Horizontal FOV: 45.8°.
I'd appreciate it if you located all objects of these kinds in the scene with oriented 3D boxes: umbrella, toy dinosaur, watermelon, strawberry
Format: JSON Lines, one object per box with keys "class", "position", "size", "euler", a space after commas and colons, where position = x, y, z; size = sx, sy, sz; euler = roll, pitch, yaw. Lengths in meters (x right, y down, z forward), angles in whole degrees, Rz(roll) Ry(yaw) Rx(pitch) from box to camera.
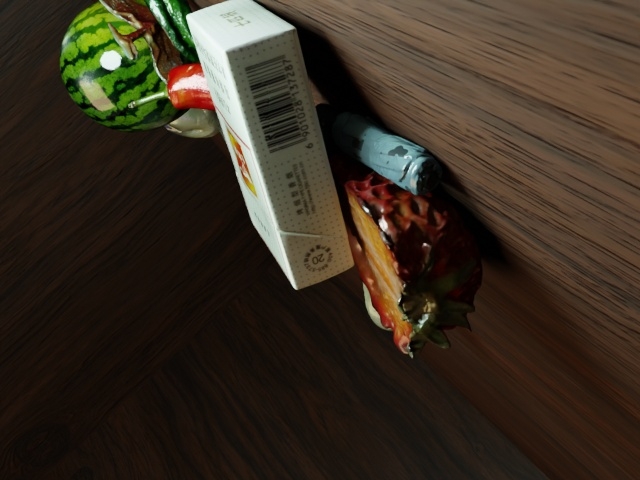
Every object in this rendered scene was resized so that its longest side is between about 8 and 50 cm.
{"class": "umbrella", "position": [0.059, -0.121, 0.936], "size": [0.250, 0.052, 0.053], "euler": [41, 174, 48]}
{"class": "toy dinosaur", "position": [-0.303, -0.423, 1.408], "size": [0.207, 0.113, 0.327], "euler": [-10, -108, -51]}
{"class": "watermelon", "position": [-0.389, -0.366, 1.571], "size": [0.285, 0.285, 0.285], "euler": [47, 176, 4]}
{"class": "strawberry", "position": [0.116, 0.005, 1.005], "size": [0.280, 0.150, 0.253], "euler": [-128, 16, -60]}

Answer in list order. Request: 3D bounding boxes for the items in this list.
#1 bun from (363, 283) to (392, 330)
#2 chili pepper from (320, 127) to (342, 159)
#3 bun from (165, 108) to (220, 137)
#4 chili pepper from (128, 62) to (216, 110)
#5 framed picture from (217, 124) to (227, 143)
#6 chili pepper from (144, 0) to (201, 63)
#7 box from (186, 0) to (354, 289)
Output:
{"class": "bun", "position": [0.160, 0.096, 1.542], "size": [0.114, 0.166, 0.173], "euler": [-10, 147, 31]}
{"class": "chili pepper", "position": [0.062, -0.093, 1.145], "size": [0.224, 0.061, 0.098], "euler": [44, -172, -22]}
{"class": "bun", "position": [-0.401, -0.403, 2.188], "size": [0.273, 0.168, 0.273], "euler": [45, -176, -4]}
{"class": "chili pepper", "position": [-0.155, -0.242, 1.303], "size": [0.369, 0.137, 0.091], "euler": [17, 141, 27]}
{"class": "framed picture", "position": [-0.173, -0.207, 1.911], "size": [0.203, 0.015, 0.150], "euler": [62, -155, -2]}
{"class": "chili pepper", "position": [-0.260, -0.413, 1.328], "size": [0.278, 0.065, 0.122], "euler": [53, -165, -11]}
{"class": "box", "position": [-0.064, -0.127, 0.984], "size": [0.210, 0.095, 0.330], "euler": [-128, 18, -56]}
